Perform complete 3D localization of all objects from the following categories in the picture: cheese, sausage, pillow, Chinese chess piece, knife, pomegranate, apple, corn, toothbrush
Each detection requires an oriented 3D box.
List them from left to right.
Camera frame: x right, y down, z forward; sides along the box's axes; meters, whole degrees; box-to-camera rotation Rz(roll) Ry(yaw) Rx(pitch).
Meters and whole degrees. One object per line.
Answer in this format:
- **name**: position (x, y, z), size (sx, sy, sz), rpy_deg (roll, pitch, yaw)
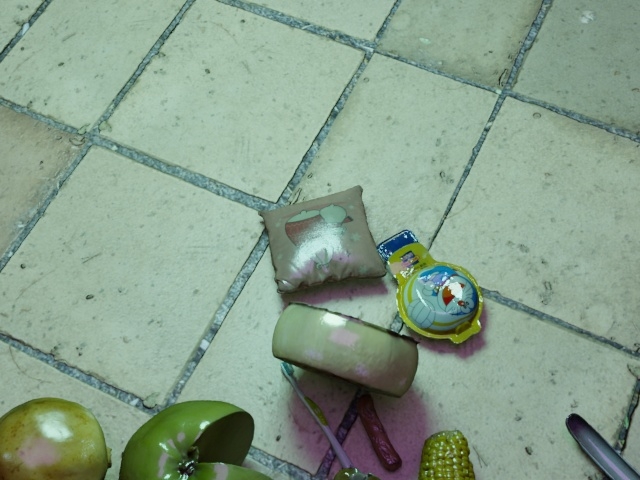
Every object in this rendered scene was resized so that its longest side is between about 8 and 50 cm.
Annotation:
- **pomegranate**: position (-0.484, 0.388, 1.684), size (0.233, 0.233, 0.233), rpy_deg (-1, 60, 1)
- **apple**: position (-0.203, 0.413, 1.639), size (0.291, 0.254, 0.292), rpy_deg (-3, 61, 5)
- **toothbrush**: position (-0.007, 0.333, 1.814), size (0.022, 0.026, 0.263), rpy_deg (-8, 55, -42)
- **pillow**: position (0.000, 0.000, 1.972), size (0.236, 0.084, 0.223), rpy_deg (-11, 58, -2)
- **Chinese chess piece**: position (0.045, 0.198, 1.749), size (0.270, 0.270, 0.112), rpy_deg (16, 80, 10)
- **sausage**: position (0.106, 0.357, 1.792), size (0.036, 0.042, 0.158), rpy_deg (-39, 57, 23)
- **cheese**: position (0.216, 0.092, 1.923), size (0.177, 0.069, 0.270), rpy_deg (-29, 62, -15)
- **corn**: position (0.219, 0.483, 1.668), size (0.119, 0.119, 0.322), rpy_deg (-1, 56, 1)
- **knife**: position (0.540, 0.427, 1.729), size (0.123, 0.053, 0.278), rpy_deg (-38, 65, -14)

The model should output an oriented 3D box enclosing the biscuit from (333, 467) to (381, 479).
- **biscuit**: position (0.011, 0.568, 1.574), size (0.366, 0.115, 0.268), rpy_deg (-32, 95, -20)
